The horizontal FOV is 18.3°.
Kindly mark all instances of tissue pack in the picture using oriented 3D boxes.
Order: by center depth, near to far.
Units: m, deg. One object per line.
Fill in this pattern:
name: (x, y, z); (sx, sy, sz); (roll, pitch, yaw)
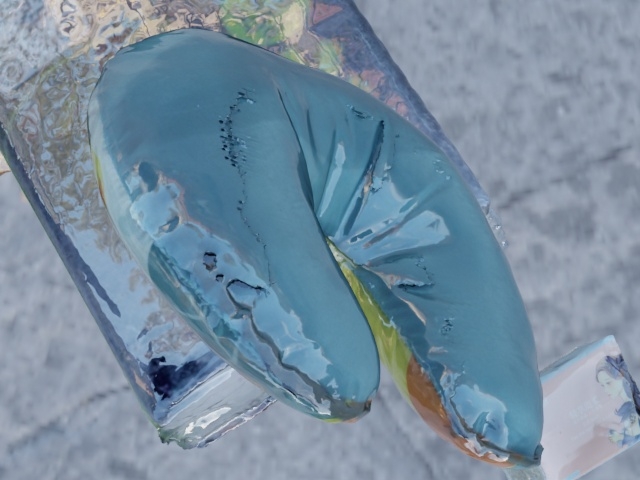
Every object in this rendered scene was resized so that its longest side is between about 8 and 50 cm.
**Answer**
tissue pack: (0.157, 0.115, 1.282); (0.094, 0.059, 0.074); (-30, 94, -24)
tissue pack: (-0.083, -0.084, 1.472); (0.288, 0.394, 0.124); (-34, 155, 4)

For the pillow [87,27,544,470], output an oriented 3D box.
pillow: (0.000, 0.000, 0.844); (0.086, 0.214, 0.233); (-44, 144, 20)

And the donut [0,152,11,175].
donut: (-0.273, -0.251, 1.748); (0.378, 0.163, 0.435); (2, 141, -4)
